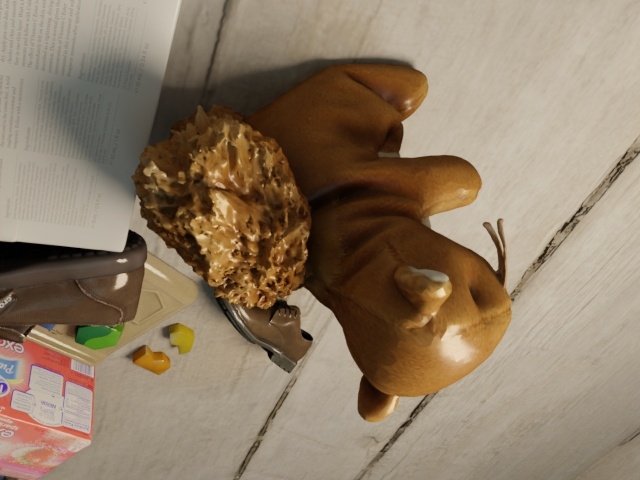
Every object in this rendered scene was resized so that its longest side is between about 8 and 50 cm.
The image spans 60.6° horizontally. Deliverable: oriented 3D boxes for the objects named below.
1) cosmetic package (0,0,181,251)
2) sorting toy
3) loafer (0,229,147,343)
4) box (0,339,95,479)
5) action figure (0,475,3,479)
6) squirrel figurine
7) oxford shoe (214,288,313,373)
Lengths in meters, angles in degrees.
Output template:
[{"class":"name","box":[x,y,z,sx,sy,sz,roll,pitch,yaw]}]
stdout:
[{"class":"cosmetic package","box":[-0.291,-0.175,0.486,0.284,0.097,0.377,6,124,-30]},{"class":"sorting toy","box":[-0.302,0.117,0.825,0.229,0.041,0.307,-34,134,14]},{"class":"loafer","box":[-0.388,0.074,0.646,0.365,0.134,0.130,-5,110,-4]},{"class":"box","box":[-0.488,0.215,0.773,0.142,0.154,0.300,-36,135,15]},{"class":"action figure","box":[-0.652,0.368,0.852,0.329,0.179,0.341,-12,135,4]},{"class":"squirrel figurine","box":[0.000,0.000,0.587,0.396,0.371,0.281,4,131,-23]},{"class":"oxford shoe","box":[-0.088,0.126,0.899,0.096,0.083,0.227,-45,134,-3]}]
